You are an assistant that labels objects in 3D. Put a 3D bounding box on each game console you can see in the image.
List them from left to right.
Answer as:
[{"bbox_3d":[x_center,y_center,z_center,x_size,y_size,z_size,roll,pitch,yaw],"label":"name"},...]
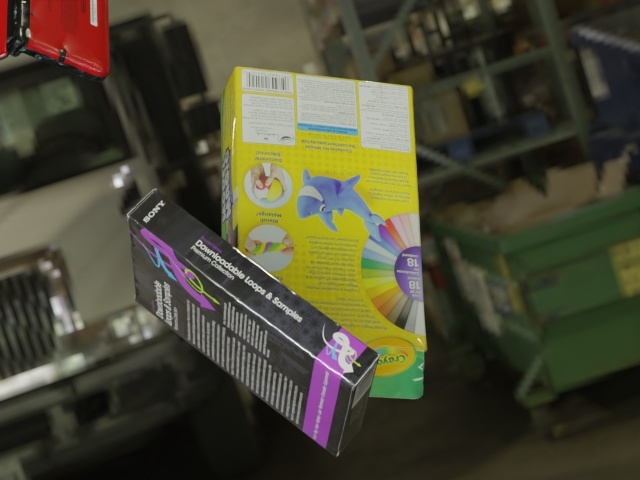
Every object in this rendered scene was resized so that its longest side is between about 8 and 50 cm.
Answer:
[{"bbox_3d":[-0.247,-0.179,1.368,0.124,0.144,0.085,21,-47,-29],"label":"game console"}]

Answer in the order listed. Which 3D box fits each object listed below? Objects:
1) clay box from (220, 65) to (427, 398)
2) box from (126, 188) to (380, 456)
[{"bbox_3d":[0.000,0.000,1.092,0.127,0.222,0.053,5,-21,-16],"label":"clay box"},{"bbox_3d":[-0.042,0.049,0.954,0.029,0.162,0.116,-49,-13,-23],"label":"box"}]
